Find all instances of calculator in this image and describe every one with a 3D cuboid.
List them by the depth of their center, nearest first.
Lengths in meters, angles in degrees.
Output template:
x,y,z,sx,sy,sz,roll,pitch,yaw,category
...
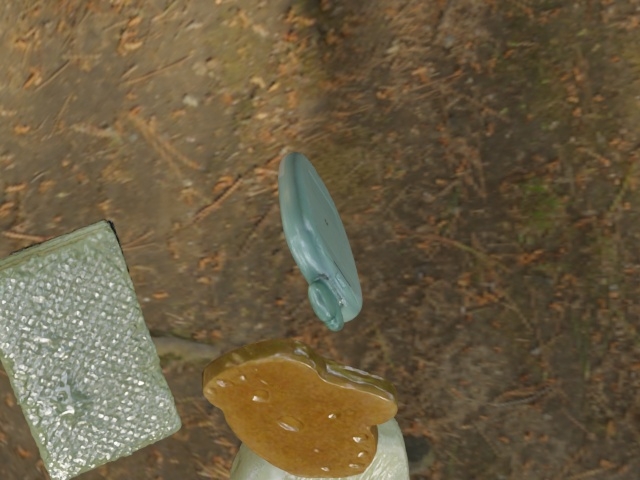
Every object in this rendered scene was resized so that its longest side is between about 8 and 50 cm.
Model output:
x,y,z,sx,sy,sz,roll,pitch,yaw,category
0.000,0.000,1.487,0.042,0.295,0.184,-24,129,12,calculator

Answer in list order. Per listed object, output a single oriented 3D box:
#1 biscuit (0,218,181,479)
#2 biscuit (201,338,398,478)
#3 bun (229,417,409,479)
x,y,z,sx,sy,sz,roll,pitch,yaw,category
-0.193,0.092,0.935,0.121,0.040,0.199,-21,118,-12,biscuit
-0.005,0.110,0.767,0.023,0.118,0.140,-84,154,-44,biscuit
-0.011,0.269,1.310,0.231,0.133,0.231,-11,115,-24,bun
